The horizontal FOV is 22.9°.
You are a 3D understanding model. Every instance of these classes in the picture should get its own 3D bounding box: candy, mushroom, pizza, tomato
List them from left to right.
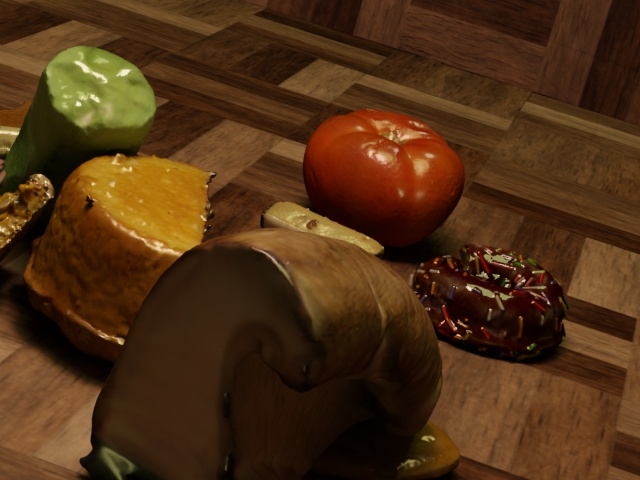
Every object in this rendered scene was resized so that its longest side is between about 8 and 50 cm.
[{"bbox_3d":[-0.400,0.007,1.839,0.062,0.188,0.199,41,44,-4],"label":"pizza"},{"bbox_3d":[-0.313,-0.122,2.006,0.142,0.343,0.132,-15,75,-28],"label":"candy"},{"bbox_3d":[-0.007,0.100,1.593,0.224,0.313,0.397,33,28,26],"label":"mushroom"},{"bbox_3d":[0.090,-0.090,2.404,0.260,0.180,0.260,11,20,-4],"label":"tomato"}]

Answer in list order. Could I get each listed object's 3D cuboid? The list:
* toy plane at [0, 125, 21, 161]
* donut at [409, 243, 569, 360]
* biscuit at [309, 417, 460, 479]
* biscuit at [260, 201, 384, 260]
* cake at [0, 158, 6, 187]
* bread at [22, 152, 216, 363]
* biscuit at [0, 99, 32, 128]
[{"bbox_3d":[-0.475,-0.132,2.188,0.256,0.104,0.242,-8,9,-22],"label":"toy plane"},{"bbox_3d":[0.236,0.077,2.178,0.230,0.096,0.216,-1,25,-41],"label":"donut"},{"bbox_3d":[0.029,0.205,1.750,0.260,0.041,0.203,16,19,7],"label":"biscuit"},{"bbox_3d":[0.000,0.000,2.281,0.188,0.052,0.056,23,33,24],"label":"biscuit"},{"bbox_3d":[-0.474,-0.073,1.928,0.178,0.207,0.185,8,2,-37],"label":"cake"},{"bbox_3d":[-0.239,0.008,1.844,0.179,0.194,0.340,24,22,-10],"label":"bread"},{"bbox_3d":[-0.437,-0.173,2.446,0.144,0.040,0.236,14,20,16],"label":"biscuit"}]
